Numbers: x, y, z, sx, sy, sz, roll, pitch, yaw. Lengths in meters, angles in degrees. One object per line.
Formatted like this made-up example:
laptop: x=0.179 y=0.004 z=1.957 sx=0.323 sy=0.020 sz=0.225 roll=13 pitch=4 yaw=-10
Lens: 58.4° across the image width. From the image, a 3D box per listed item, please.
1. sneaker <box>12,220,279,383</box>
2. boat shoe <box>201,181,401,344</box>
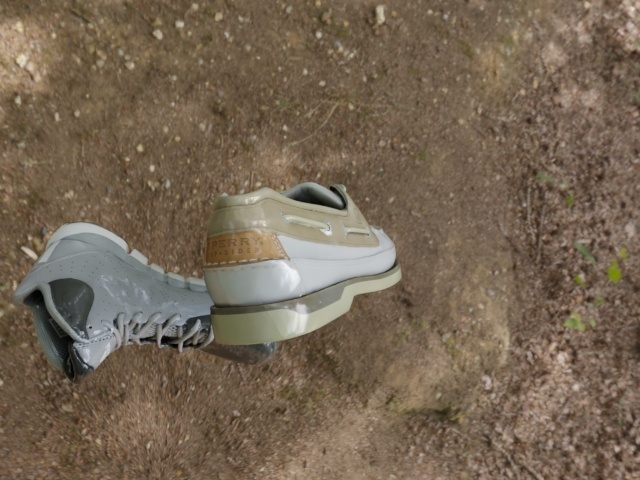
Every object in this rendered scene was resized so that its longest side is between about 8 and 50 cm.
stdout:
sneaker: x=-0.153 y=0.083 z=0.494 sx=0.228 sy=0.086 sz=0.132 roll=26 pitch=35 yaw=-7
boat shoe: x=0.000 y=0.000 z=0.501 sx=0.113 sy=0.302 sz=0.103 roll=-8 pitch=94 yaw=17
